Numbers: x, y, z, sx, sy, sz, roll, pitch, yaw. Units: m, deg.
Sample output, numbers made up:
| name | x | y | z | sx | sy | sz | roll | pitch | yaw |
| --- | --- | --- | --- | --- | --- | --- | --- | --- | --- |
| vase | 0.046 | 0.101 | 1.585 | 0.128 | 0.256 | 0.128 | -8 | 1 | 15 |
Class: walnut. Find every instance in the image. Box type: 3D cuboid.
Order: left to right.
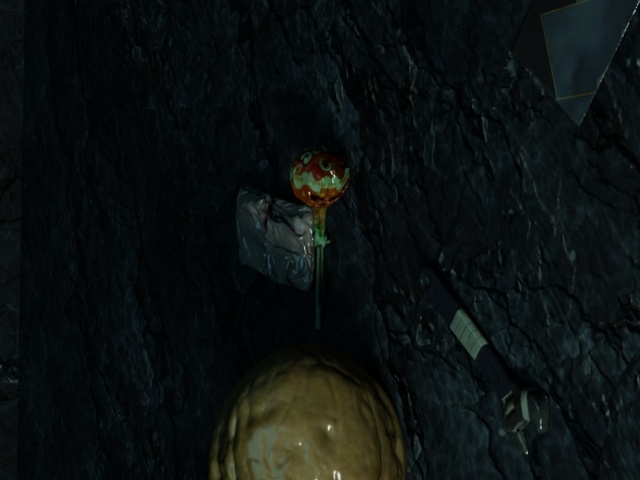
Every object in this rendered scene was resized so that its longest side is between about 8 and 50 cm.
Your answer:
| name | x | y | z | sx | sy | sz | roll | pitch | yaw |
| --- | --- | --- | --- | --- | --- | --- | --- | --- | --- |
| walnut | -0.015 | 0.294 | 2.081 | 0.252 | 0.277 | 0.313 | -9 | 78 | 29 |

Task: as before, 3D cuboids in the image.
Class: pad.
| name | x | y | z | sx | sy | sz | roll | pitch | yaw |
| --- | --- | --- | --- | --- | --- | --- | --- | --- | --- |
| pad | 0.298 | -0.271 | 1.737 | 0.164 | 0.004 | 0.243 | 57 | 139 | 41 |

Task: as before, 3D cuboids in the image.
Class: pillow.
| name | x | y | z | sx | sy | sz | roll | pitch | yaw |
| --- | --- | --- | --- | --- | --- | --- | --- | --- | --- |
| pillow | -0.076 | -0.005 | 2.374 | 0.248 | 0.049 | 0.135 | 22 | 116 | 61 |

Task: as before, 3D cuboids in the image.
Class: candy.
| name | x | y | z | sx | sy | sz | roll | pitch | yaw |
| --- | --- | --- | --- | --- | --- | --- | --- | --- | --- |
| candy | 0.002 | 0.000 | 2.235 | 0.084 | 0.078 | 0.288 | 18 | 119 | 38 |

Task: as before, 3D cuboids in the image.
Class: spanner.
| name | x | y | z | sx | sy | sz | roll | pitch | yaw |
| --- | --- | --- | --- | --- | --- | --- | --- | --- | --- |
| spanner | 0.198 | 0.142 | 1.931 | 0.316 | 0.024 | 0.087 | 55 | 143 | 43 |
